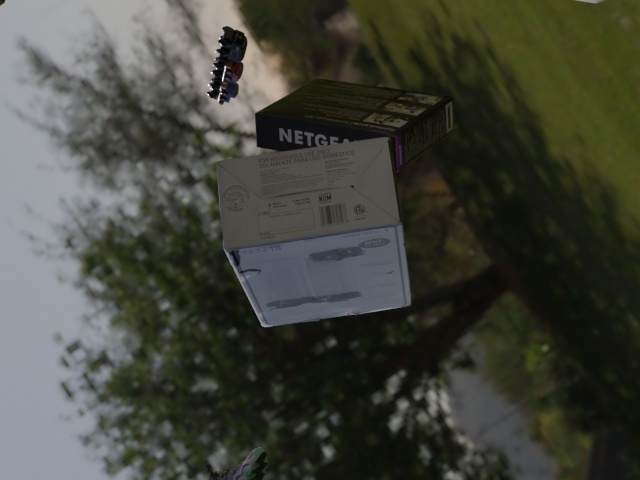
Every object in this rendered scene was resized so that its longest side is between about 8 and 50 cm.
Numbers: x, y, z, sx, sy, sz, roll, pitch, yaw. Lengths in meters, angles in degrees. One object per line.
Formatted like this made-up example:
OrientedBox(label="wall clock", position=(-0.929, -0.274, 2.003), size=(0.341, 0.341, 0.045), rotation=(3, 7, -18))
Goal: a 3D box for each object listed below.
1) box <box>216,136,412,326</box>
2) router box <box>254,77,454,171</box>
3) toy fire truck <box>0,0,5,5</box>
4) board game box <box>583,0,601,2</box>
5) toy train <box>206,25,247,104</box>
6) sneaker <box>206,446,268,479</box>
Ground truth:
OrientedBox(label="box", position=(0.000, 0.000, 1.470), size=(0.290, 0.169, 0.087), rotation=(71, -169, -71))
OrientedBox(label="router box", position=(0.037, -0.129, 1.623), size=(0.133, 0.179, 0.046), rotation=(-35, -51, -50))
OrientedBox(label="toy fire truck", position=(-0.476, -0.408, 1.797), size=(0.246, 0.158, 0.217), rotation=(29, -141, -59))
OrientedBox(label="board game box", position=(0.084, -0.291, 0.819), size=(0.193, 0.053, 0.305), rotation=(-1, -103, -46))
OrientedBox(label="toy train", position=(-0.105, -0.199, 1.707), size=(0.036, 0.027, 0.158), rotation=(17, 157, -4))
OrientedBox(label="sneaker", position=(-0.105, 0.273, 1.735), size=(0.069, 0.098, 0.038), rotation=(30, -168, 31))
